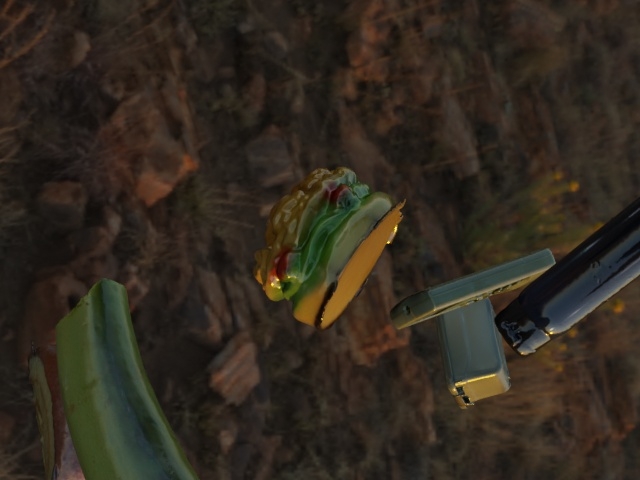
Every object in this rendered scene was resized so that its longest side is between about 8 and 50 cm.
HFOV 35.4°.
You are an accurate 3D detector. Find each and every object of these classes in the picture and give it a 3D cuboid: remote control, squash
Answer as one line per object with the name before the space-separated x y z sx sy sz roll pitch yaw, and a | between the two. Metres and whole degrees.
remote control | 0.203 0.062 1.315 0.233 0.098 0.038 -15 77 -32
squash | -0.154 0.150 0.796 0.083 0.083 0.250 14 42 -52

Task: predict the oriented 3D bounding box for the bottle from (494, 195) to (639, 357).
bottle | 0.311 0.044 1.173 0.072 0.244 0.082 54 16 18

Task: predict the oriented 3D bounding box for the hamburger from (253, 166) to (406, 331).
hamburger | 0.000 0.000 1.385 0.149 0.237 0.237 34 39 11

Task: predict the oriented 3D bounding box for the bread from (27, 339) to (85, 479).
bread | -0.314 0.236 1.329 0.123 0.190 0.244 -6 63 -23

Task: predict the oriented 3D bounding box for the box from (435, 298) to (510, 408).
box | 0.246 0.172 1.613 0.124 0.093 0.172 55 24 -57
